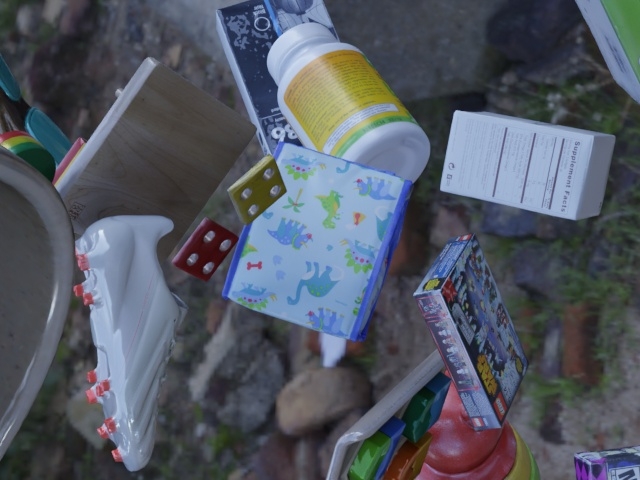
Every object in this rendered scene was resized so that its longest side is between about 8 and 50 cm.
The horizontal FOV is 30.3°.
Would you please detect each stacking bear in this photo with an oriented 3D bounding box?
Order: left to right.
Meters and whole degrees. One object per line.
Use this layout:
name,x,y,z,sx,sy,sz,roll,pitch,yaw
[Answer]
stacking bear,0.165,0.248,1.310,0.175,0.289,0.164,22,59,37

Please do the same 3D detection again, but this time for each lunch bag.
lunch bag,0.000,0.000,1.041,0.096,0.129,0.151,18,-91,-82

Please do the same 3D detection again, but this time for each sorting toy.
sorting toy,-0.126,-0.058,0.868,0.046,0.274,0.132,39,95,32
sorting toy,0.060,0.203,1.098,0.038,0.193,0.208,34,130,19

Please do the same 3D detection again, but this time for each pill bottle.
pill bottle,0.027,-0.172,1.552,0.136,0.136,0.245,-55,51,30

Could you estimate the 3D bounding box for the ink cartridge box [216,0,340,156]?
ink cartridge box,-0.029,-0.218,1.764,0.065,0.165,0.332,101,149,-69

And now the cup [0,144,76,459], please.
cup,-0.277,0.038,0.359,0.237,0.331,0.331,37,116,13

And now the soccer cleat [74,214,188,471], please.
soccer cleat,-0.127,0.075,0.838,0.068,0.076,0.196,36,135,56

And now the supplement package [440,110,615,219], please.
supplement package,0.256,-0.095,1.460,0.179,0.105,0.105,14,100,26

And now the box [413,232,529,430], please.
box,0.128,0.075,0.985,0.027,0.094,0.137,-12,114,33

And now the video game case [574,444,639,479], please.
video game case,0.309,0.264,0.898,0.042,0.210,0.232,178,86,-83

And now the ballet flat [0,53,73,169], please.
ballet flat,-0.454,-0.164,1.671,0.124,0.342,0.116,-30,23,12

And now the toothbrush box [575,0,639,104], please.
toothbrush box,0.363,-0.272,1.037,0.283,0.206,0.122,-30,25,6
